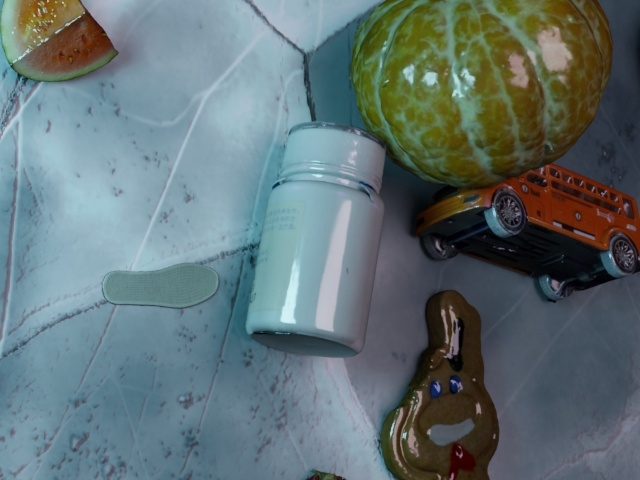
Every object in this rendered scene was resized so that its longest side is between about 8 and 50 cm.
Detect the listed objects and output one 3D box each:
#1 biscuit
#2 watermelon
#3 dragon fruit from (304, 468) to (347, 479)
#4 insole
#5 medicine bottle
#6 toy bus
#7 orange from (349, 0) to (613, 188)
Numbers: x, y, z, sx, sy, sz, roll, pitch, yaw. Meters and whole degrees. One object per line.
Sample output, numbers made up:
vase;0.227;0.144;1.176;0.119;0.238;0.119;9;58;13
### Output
biscuit;0.163;0.224;1.693;0.183;0.047;0.320;24;68;-35
watermelon;-0.268;-0.231;1.403;0.135;0.094;0.125;18;66;-37
dragon fruit;0.014;0.331;1.542;0.162;0.083;0.106;-42;106;-31
insole;-0.179;0.051;1.483;0.152;0.002;0.053;2;82;-37
medicine bottle;0.000;0.000;1.539;0.143;0.143;0.258;19;73;-34
toy bus;0.284;-0.029;1.765;0.329;0.143;0.153;17;63;-33
orange;0.199;-0.208;1.608;0.329;0.329;0.249;-40;126;-34
